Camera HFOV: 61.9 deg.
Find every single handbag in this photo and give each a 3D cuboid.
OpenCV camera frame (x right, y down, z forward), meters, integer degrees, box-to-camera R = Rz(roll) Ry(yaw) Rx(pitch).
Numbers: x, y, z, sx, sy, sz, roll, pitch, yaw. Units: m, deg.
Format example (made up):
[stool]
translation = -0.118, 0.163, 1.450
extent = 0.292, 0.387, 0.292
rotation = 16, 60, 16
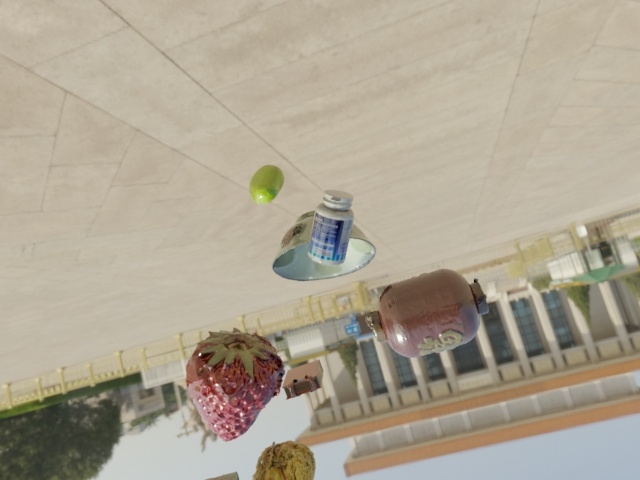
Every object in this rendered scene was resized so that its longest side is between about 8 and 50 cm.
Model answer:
[handbag]
translation = -0.058, 0.475, 1.830
extent = 0.127, 0.062, 0.190
rotation = -20, -178, 3

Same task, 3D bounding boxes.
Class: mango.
[mango]
translation = -0.178, -0.179, 1.710
extent = 0.117, 0.089, 0.163
rotation = -14, -146, 29

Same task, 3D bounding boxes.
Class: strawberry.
[strawberry]
translation = -0.188, 0.316, 1.138
extent = 0.206, 0.244, 0.205
rotation = 7, -156, -3

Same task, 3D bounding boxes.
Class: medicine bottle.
[medicine bottle]
translation = 0.032, -0.036, 1.447
extent = 0.107, 0.191, 0.107
rotation = 10, -161, -4

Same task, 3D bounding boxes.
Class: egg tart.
[egg tart]
translation = -0.114, 0.801, 1.802
extent = 0.232, 0.252, 0.098
rotation = -25, 131, -9

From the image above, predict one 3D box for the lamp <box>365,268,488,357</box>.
[lamp]
translation = 0.228, 0.162, 1.148
extent = 0.258, 0.179, 0.180
rotation = -18, 170, 9

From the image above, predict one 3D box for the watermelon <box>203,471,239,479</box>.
[watermelon]
translation = -0.364, 0.835, 1.602
extent = 0.226, 0.147, 0.318
rotation = -1, -167, 37

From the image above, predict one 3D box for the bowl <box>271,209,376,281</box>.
[bowl]
translation = 0.000, 0.000, 1.726
extent = 0.338, 0.157, 0.337
rotation = -9, 155, -4
